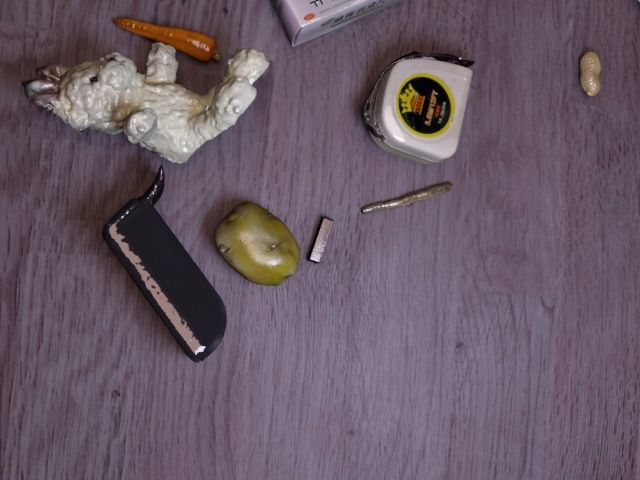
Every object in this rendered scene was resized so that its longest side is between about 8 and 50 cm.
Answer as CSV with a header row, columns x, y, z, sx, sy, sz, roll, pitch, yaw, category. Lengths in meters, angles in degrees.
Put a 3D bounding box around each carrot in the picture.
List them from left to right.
x,y,z,sx,sy,sz,roll,pitch,yaw,category
-0.347,-0.468,1.519,0.257,0.061,0.061,19,84,-5,carrot

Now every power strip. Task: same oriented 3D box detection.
x,y,z,sx,sy,sz,roll,pitch,yaw,category
0.000,0.000,1.560,0.029,0.038,0.111,20,85,-9,power strip

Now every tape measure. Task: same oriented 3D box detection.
x,y,z,sx,sy,sz,roll,pitch,yaw,category
0.221,-0.333,1.574,0.231,0.133,0.271,18,83,-16,tape measure

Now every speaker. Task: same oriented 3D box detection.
x,y,z,sx,sy,sz,roll,pitch,yaw,category
-0.310,0.057,1.438,0.184,0.180,0.388,-35,93,-15,speaker

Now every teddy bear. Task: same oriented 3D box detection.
x,y,z,sx,sy,sz,roll,pitch,yaw,category
-0.369,-0.333,1.384,0.362,0.375,0.327,37,39,-23,teddy bear

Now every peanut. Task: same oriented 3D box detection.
x,y,z,sx,sy,sz,roll,pitch,yaw,category
0.684,-0.422,1.694,0.054,0.054,0.113,-2,90,-10,peanut

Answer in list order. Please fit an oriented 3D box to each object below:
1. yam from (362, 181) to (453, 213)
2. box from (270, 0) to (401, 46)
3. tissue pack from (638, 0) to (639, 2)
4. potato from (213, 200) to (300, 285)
x,y,z,sx,sy,sz,roll,pitch,yaw,category
0.210,-0.098,1.609,0.234,0.029,0.027,-16,63,-9,yam
0.050,-0.604,1.549,0.333,0.145,0.173,-26,94,-10,box
0.939,-0.741,1.675,0.332,0.205,0.405,-39,93,-10,tissue pack
-0.138,0.012,1.486,0.154,0.137,0.200,-43,93,-10,potato
